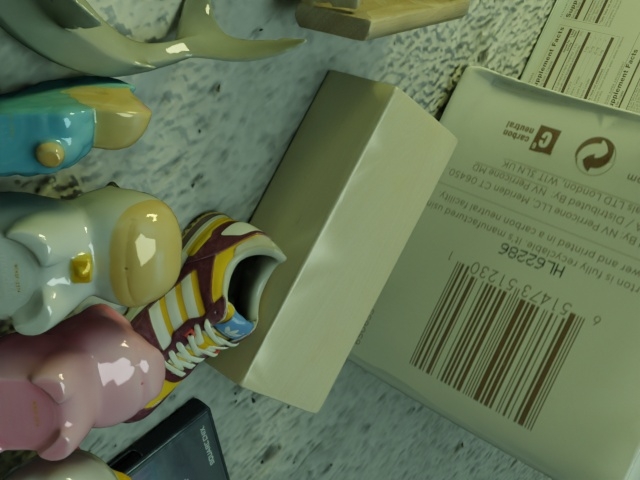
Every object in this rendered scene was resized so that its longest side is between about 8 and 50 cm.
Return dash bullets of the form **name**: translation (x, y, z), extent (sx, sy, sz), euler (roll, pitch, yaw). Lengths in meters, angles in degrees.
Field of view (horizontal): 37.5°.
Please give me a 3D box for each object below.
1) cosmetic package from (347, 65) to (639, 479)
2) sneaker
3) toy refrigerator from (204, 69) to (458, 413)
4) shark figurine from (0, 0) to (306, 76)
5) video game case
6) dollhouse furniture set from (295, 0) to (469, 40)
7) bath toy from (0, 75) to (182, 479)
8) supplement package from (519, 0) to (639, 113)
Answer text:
- **cosmetic package**: translation (0.293, 0.069, 0.991), extent (0.393, 0.329, 0.327), euler (26, 89, -53)
- **sneaker**: translation (-0.100, 0.068, 0.734), extent (0.069, 0.084, 0.185), euler (35, 83, -52)
- **toy refrigerator**: translation (0.000, 0.000, 0.809), extent (0.102, 0.094, 0.270), euler (30, 86, -45)
- **shark figurine**: translation (-0.137, -0.140, 0.557), extent (0.278, 0.116, 0.166), euler (34, 85, -50)
- **video game case**: translation (-0.185, 0.286, 0.806), extent (0.274, 0.026, 0.196), euler (-36, 134, -32)
- **dollhouse furniture set**: translation (0.198, -0.245, 0.635), extent (0.362, 0.394, 0.257), euler (-28, 131, -51)
- **bath toy**: translation (-0.171, 0.072, 0.632), extent (0.151, 0.129, 0.348), euler (4, 111, -3)
- **supplement package**: translation (0.395, -0.176, 1.025), extent (0.199, 0.262, 0.198), euler (25, 90, -52)
